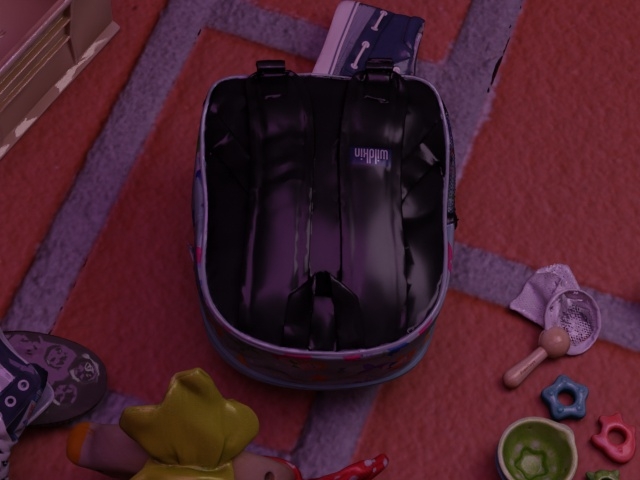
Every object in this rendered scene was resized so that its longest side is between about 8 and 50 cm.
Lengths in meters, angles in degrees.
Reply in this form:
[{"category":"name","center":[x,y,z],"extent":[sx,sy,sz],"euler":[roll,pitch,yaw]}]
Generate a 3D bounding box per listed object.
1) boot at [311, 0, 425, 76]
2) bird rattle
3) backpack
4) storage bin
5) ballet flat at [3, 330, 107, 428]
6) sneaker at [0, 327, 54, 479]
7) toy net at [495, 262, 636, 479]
[{"category":"boot","center":[0.039,-0.146,1.348],"extent":[0.086,0.069,0.190],"euler":[12,62,10]},{"category":"bird rattle","center":[-0.078,0.175,1.116],"extent":[0.206,0.253,0.143],"euler":[4,82,39]},{"category":"backpack","center":[0.000,0.000,1.204],"extent":[0.225,0.191,0.254],"euler":[0,62,-4]},{"category":"storage bin","center":[-0.368,-0.213,1.336],"extent":[0.262,0.123,0.260],"euler":[32,66,13]},{"category":"ballet flat","center":[-0.305,0.127,1.207],"extent":[0.249,0.058,0.084],"euler":[-6,75,-9]},{"category":"sneaker","center":[-0.265,0.191,1.119],"extent":[0.153,0.099,0.282],"euler":[-20,81,-9]},{"category":"toy net","center":[0.217,0.118,1.235],"extent":[0.122,0.045,0.232],"euler":[8,63,2]}]
